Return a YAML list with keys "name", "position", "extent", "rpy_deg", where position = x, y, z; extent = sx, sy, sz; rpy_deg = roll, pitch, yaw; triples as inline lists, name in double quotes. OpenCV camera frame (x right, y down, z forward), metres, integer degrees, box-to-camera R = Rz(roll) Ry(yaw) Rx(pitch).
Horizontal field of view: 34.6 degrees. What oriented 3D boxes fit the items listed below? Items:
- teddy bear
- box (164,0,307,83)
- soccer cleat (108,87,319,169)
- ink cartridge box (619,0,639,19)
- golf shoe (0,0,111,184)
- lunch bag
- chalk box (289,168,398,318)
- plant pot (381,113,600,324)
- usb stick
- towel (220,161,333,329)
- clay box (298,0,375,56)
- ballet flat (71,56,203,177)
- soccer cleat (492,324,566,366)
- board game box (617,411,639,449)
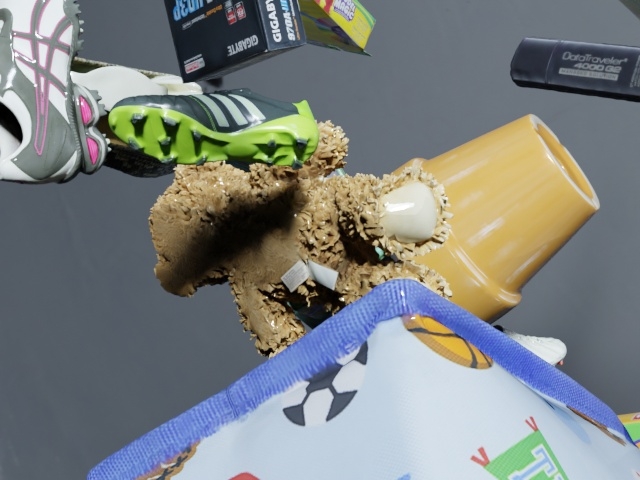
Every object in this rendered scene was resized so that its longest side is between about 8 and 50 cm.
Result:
- name: "teddy bear"
  position: [-0.014, 0.001, 1.030]
  extent: [0.338, 0.113, 0.245]
  rpy_deg: [-12, 98, 37]
- name: "box"
  position: [-0.105, -0.273, 1.106]
  extent: [0.220, 0.051, 0.175]
  rpy_deg: [-1, 103, 60]
- name: "soccer cleat"
  position: [-0.090, -0.101, 0.874]
  extent: [0.072, 0.179, 0.060]
  rpy_deg: [-100, 21, -44]
- name: "ink cartridge box"
  position: [0.591, -0.353, 1.619]
  extent: [0.072, 0.304, 0.307]
  rpy_deg: [-52, 31, 10]
- name: "golf shoe"
  position: [-0.308, -0.191, 1.064]
  extent: [0.105, 0.120, 0.272]
  rpy_deg: [-16, 91, 49]
- name: "lunch bag"
  position: [0.115, 0.243, 0.479]
  extent: [0.239, 0.385, 0.327]
  rpy_deg: [-32, 49, 23]
- name: "chalk box"
  position: [0.000, 0.000, 1.187]
  extent: [0.132, 0.213, 0.132]
  rpy_deg: [-31, 77, 5]
- name: "plant pot"
  position: [0.194, -0.034, 1.138]
  extent: [0.188, 0.205, 0.205]
  rpy_deg: [-37, 79, 22]
- name: "usb stick"
  position: [0.379, -0.237, 1.424]
  extent: [0.278, 0.045, 0.077]
  rpy_deg: [19, 91, 48]
- name: "towel"
  position: [-0.012, 0.037, 1.426]
  extent: [0.370, 0.040, 0.271]
  rpy_deg: [41, 149, 13]
- name: "clay box"
  position: [-0.019, -0.321, 1.375]
  extent: [0.127, 0.222, 0.053]
  rpy_deg: [19, 84, 33]
- name: "ballet flat"
  position: [-0.271, -0.179, 1.432]
  extent: [0.182, 0.483, 0.164]
  rpy_deg: [-12, 84, 29]
- name: "soccer cleat"
  position: [0.258, 0.146, 1.369]
  extent: [0.068, 0.196, 0.076]
  rpy_deg: [-2, 96, 53]
- name: "board game box"
  position: [0.189, 0.192, 0.735]
  extent: [0.259, 0.039, 0.124]
  rpy_deg: [-12, 93, 22]
